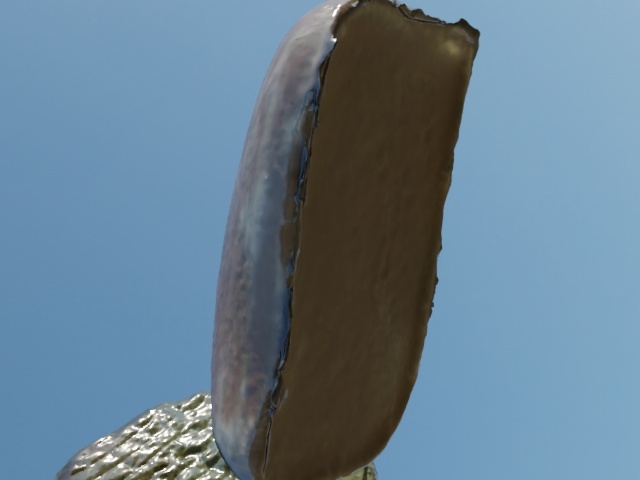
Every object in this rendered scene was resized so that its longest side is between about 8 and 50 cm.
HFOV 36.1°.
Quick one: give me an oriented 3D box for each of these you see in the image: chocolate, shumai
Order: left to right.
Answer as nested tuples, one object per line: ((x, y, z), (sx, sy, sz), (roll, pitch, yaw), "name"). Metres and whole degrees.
((-0.080, 0.253, 0.797), (0.222, 0.271, 0.204), (-81, -16, -48), "shumai")
((0.000, -0.001, 0.525), (0.161, 0.083, 0.262), (5, -82, -57), "chocolate")
